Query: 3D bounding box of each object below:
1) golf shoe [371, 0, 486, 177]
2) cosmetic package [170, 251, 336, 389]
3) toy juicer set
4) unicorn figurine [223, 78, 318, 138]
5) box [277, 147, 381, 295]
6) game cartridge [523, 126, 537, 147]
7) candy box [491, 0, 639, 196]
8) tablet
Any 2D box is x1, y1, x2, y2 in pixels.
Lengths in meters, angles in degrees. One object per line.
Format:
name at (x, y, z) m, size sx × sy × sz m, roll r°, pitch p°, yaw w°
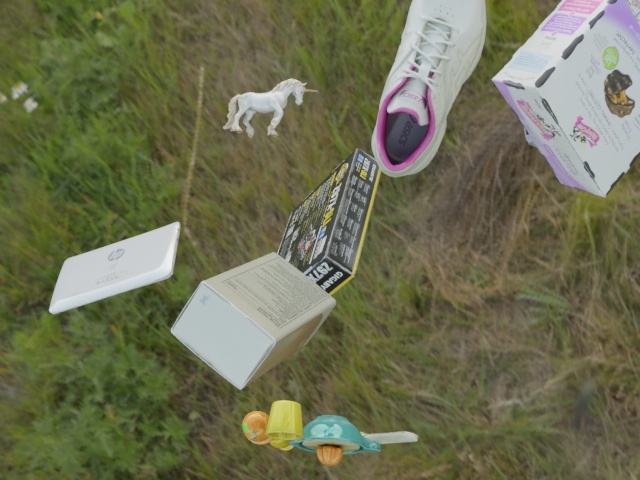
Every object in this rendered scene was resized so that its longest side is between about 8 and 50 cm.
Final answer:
golf shoe at (0.146, -0.223, 1.290) m, size 0.115 × 0.140 × 0.306 m, roll 17°, pitch 107°, yaw 7°
cosmetic package at (-0.039, 0.048, 0.613) m, size 0.060 × 0.115 × 0.041 m, roll 39°, pitch 109°, yaw 12°
toy juicer set at (-0.002, 0.390, 1.844) m, size 0.209 × 0.328 × 0.090 m, roll -26°, pitch 54°, yaw 49°
unicorn figurine at (-0.092, -0.238, 1.716) m, size 0.161 × 0.060 × 0.111 m, roll 5°, pitch 70°, yaw 4°
box at (0.000, 0.000, 1.954) m, size 0.257 × 0.079 × 0.322 m, roll -40°, pitch 23°, yaw 41°
game cartridge at (0.408, -0.218, 1.842) m, size 0.017 × 0.056 × 0.083 m, roll -21°, pitch 66°, yaw 37°
candy box at (0.295, -0.173, 0.992) m, size 0.196 × 0.165 × 0.070 m, roll -48°, pitch 33°, yaw -9°
tablet at (-0.127, 0.016, 0.597) m, size 0.083 × 0.006 × 0.054 m, roll -17°, pitch 36°, yaw 12°
